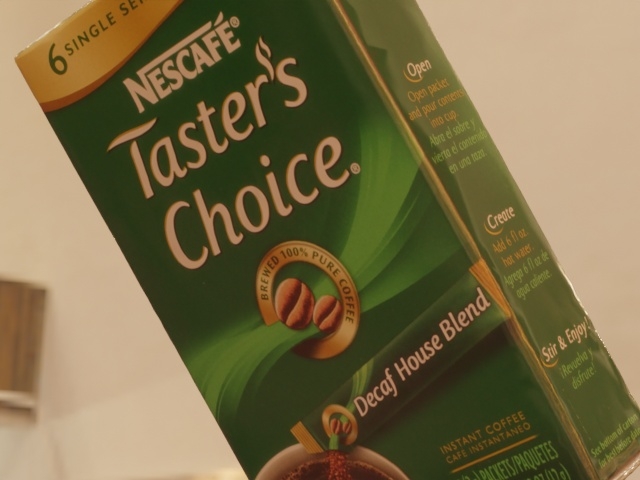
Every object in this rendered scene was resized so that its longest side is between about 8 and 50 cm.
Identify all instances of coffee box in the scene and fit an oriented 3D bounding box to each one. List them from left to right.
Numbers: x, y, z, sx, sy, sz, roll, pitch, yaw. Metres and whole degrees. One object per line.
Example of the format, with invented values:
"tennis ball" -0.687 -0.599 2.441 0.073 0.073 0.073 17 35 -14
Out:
"coffee box" 0.000 0.000 0.532 0.113 0.184 0.040 -27 1 38
